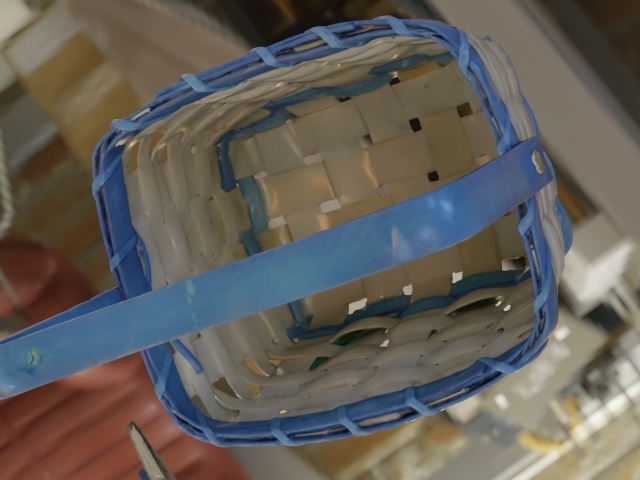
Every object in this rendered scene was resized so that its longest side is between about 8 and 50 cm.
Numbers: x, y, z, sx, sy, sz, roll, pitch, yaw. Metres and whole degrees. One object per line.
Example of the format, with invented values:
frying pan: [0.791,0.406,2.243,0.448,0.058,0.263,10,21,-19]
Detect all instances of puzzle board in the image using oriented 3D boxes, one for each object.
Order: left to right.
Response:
puzzle board: [-0.032,0.130,0.702,0.011,0.128,0.096,-35,-167,-6]

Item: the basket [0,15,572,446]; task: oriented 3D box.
basket: [0.000,0.000,0.929,0.255,0.201,0.289,-17,-179,27]
